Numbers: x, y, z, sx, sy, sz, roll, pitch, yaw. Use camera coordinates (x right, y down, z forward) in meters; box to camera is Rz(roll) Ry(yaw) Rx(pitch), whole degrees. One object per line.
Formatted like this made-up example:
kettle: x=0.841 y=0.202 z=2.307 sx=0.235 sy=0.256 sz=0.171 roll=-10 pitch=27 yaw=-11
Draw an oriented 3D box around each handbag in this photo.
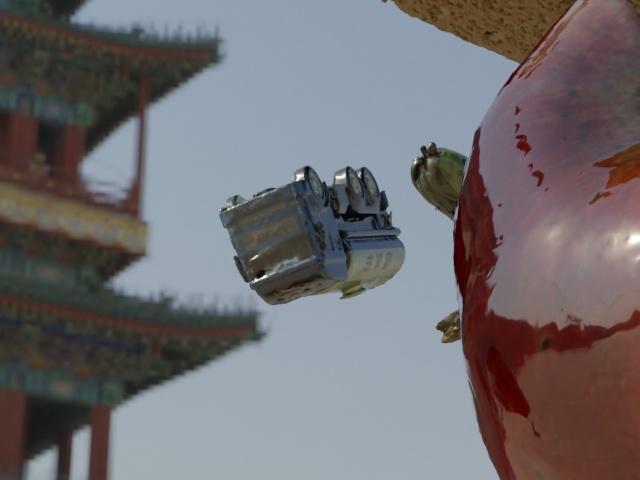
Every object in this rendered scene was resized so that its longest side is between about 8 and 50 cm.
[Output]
handbag: x=0.122 y=-0.044 z=1.483 sx=0.111 sy=0.072 sz=0.047 roll=34 pitch=-34 yaw=-24

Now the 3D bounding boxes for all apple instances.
apple: x=0.221 y=0.056 z=0.784 sx=0.295 sy=0.329 sz=0.365 roll=-16 pitch=-43 yaw=36

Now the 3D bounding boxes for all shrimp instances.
shrimp: x=0.117 y=0.033 z=1.105 sx=0.108 sy=0.023 sz=0.059 roll=-30 pitch=16 yaw=-10

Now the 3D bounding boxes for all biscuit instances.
biscuit: x=0.124 y=-0.190 z=1.266 sx=0.231 sy=0.025 sz=0.131 roll=23 pitch=-31 yaw=-4

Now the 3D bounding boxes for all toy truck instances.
toy truck: x=0.000 y=0.000 z=1.220 sx=0.074 sy=0.088 sz=0.202 roll=-20 pitch=-6 yaw=19
